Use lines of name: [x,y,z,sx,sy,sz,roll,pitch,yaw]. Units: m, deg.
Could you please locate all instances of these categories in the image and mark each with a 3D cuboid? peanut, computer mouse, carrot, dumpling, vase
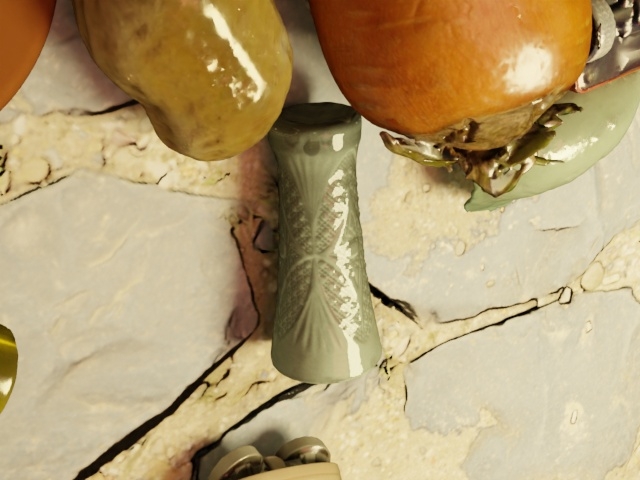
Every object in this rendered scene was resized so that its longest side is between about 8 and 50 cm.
peanut: [-0.092,-0.146,0.717,0.129,0.129,0.224,-40,128,-12]
computer mouse: [-0.056,0.290,0.976,0.145,0.082,0.236,-4,112,-32]
carrot: [0.085,-0.176,0.761,0.214,0.193,0.331,-13,111,22]
dumpling: [0.202,-0.102,0.965,0.217,0.149,0.105,-40,94,-13]
vase: [0.000,0.000,0.872,0.096,0.096,0.219,-16,117,-27]

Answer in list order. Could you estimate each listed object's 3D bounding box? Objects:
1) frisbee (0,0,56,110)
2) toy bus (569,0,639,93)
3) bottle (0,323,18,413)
frisbee: [-0.250,-0.170,0.608,0.251,0.021,0.250,-15,110,-49]
toy bus: [0.213,-0.296,0.833,0.143,0.153,0.329,-24,125,-25]
bottle: [-0.335,0.052,0.673,0.286,0.082,0.082,25,96,-39]
